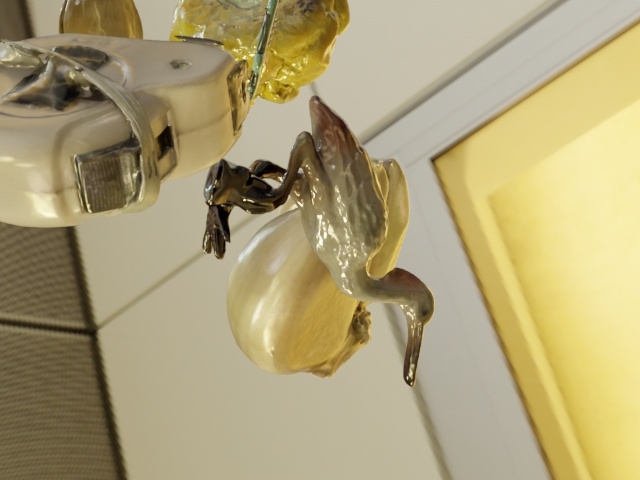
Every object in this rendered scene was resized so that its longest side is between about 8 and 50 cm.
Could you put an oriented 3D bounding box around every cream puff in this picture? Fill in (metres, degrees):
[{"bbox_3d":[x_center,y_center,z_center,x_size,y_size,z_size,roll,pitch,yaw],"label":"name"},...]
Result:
[{"bbox_3d":[-0.106,-0.354,2.050,0.257,0.324,0.291,82,163,-47],"label":"cream puff"}]

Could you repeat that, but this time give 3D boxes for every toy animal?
[{"bbox_3d":[0.022,-0.011,1.152,0.324,0.195,0.090,35,173,-25],"label":"toy animal"}]

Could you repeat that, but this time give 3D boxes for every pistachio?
[{"bbox_3d":[-0.294,-0.286,1.493,0.113,0.113,0.149,-17,-68,-58],"label":"pistachio"}]

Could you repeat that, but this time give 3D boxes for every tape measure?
[{"bbox_3d":[-0.197,-0.089,0.877,0.197,0.236,0.120,-63,-24,-50],"label":"tape measure"}]

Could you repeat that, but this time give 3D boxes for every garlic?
[{"bbox_3d":[-0.004,0.036,1.360,0.132,0.325,0.279,23,-132,24],"label":"garlic"}]

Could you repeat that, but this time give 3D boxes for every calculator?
[{"bbox_3d":[-0.075,-0.246,1.438,0.019,0.141,0.094,15,-171,-5],"label":"calculator"}]
